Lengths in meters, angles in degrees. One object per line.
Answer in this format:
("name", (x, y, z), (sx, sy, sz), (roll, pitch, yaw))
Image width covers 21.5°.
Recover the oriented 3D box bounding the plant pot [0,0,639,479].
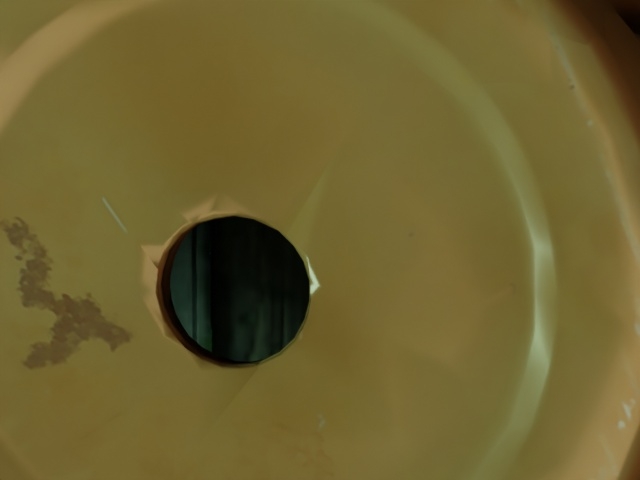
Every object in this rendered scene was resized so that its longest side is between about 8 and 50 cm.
("plant pot", (0.000, 0.000, 0.474), (0.291, 0.203, 0.291), (1, 98, 10))
